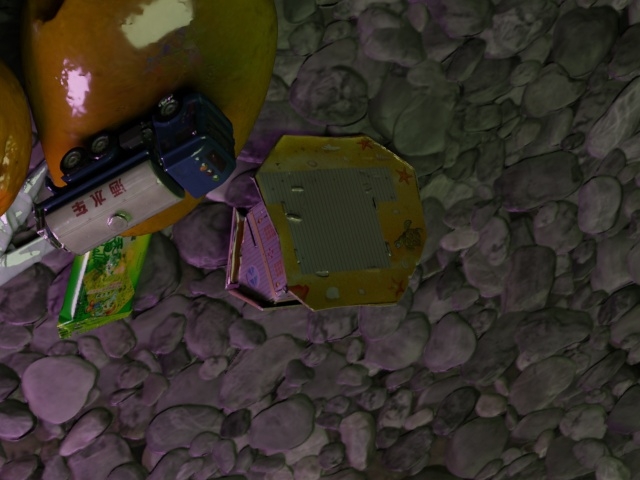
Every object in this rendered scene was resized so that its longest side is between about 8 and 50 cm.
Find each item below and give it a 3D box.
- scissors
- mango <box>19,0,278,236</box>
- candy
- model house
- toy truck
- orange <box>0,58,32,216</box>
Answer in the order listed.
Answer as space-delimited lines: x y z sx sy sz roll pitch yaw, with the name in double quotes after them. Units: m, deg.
-0.385 0.067 1.892 0.383 0.029 0.256 -42 126 0 "scissors"
-0.170 -0.156 1.747 0.253 0.182 0.365 -4 125 -23 "mango"
-0.225 0.022 1.932 0.102 0.032 0.178 -10 130 -41 "candy"
0.000 0.000 2.005 0.219 0.207 0.136 -6 162 -36 "model house"
-0.176 -0.057 1.666 0.201 0.088 0.074 -27 135 16 "toy truck"
-0.375 -0.093 1.687 0.219 0.193 0.219 -15 116 -34 "orange"
